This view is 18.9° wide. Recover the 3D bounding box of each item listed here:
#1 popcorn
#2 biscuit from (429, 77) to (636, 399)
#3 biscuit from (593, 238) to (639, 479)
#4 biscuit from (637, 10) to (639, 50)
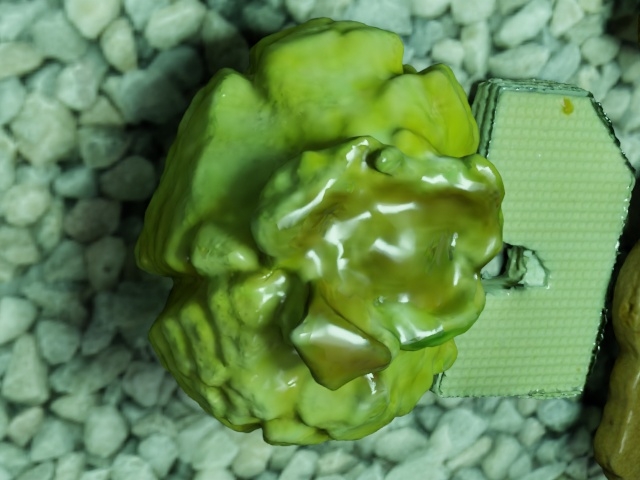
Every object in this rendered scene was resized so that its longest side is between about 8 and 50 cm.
[{"bbox_3d":[0.000,0.000,1.224,0.224,0.270,0.258,14,137,-8],"label":"popcorn"},{"bbox_3d":[0.156,0.001,1.428,0.147,0.046,0.250,-2,112,-30],"label":"biscuit"},{"bbox_3d":[0.291,0.052,1.505,0.186,0.044,0.295,-22,123,-43],"label":"biscuit"},{"bbox_3d":[0.315,-0.239,1.405,0.283,0.064,0.432,-43,127,-18],"label":"biscuit"}]
